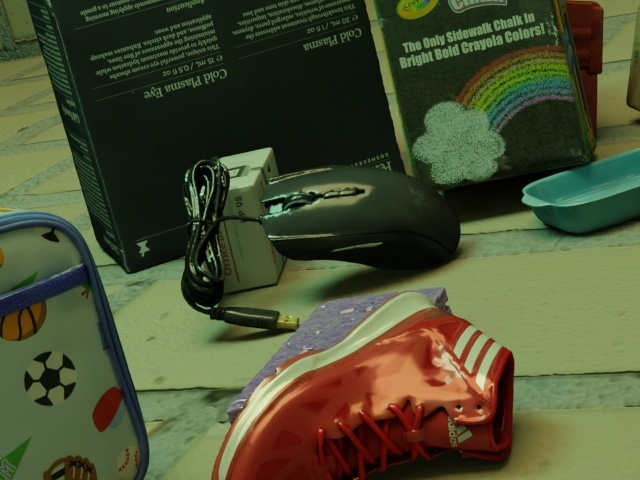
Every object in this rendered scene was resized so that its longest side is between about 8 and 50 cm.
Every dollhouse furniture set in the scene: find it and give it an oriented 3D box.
[{"bbox_3d":[0.358,-0.204,1.765,0.374,0.152,0.201,1,13,-10],"label":"dollhouse furniture set"}]

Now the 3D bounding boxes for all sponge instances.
[{"bbox_3d":[0.020,0.093,1.178,0.117,0.031,0.210,-8,18,23],"label":"sponge"}]

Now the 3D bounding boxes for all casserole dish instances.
[{"bbox_3d":[0.280,-0.048,1.425,0.188,0.037,0.114,-18,16,-14],"label":"casserole dish"}]

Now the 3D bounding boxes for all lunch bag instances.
[{"bbox_3d":[-0.278,0.110,0.992,0.303,0.243,0.115,-21,17,-25],"label":"lunch bag"}]

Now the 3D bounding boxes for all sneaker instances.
[{"bbox_3d":[0.041,0.119,0.979,0.128,0.087,0.221,21,52,41],"label":"sneaker"}]

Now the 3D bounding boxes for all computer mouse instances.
[{"bbox_3d":[0.000,0.000,1.364,0.262,0.060,0.184,8,53,-3],"label":"computer mouse"}]

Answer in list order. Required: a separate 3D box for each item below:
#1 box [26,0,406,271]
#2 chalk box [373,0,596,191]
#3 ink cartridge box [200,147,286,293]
[{"bbox_3d":[-0.117,-0.175,1.698,0.343,0.313,0.179,-18,16,-15],"label":"box"},{"bbox_3d":[0.164,-0.208,1.552,0.180,0.289,0.179,-11,4,13],"label":"chalk box"},{"bbox_3d":[-0.075,-0.016,1.497,0.060,0.104,0.180,-10,17,9],"label":"ink cartridge box"}]
